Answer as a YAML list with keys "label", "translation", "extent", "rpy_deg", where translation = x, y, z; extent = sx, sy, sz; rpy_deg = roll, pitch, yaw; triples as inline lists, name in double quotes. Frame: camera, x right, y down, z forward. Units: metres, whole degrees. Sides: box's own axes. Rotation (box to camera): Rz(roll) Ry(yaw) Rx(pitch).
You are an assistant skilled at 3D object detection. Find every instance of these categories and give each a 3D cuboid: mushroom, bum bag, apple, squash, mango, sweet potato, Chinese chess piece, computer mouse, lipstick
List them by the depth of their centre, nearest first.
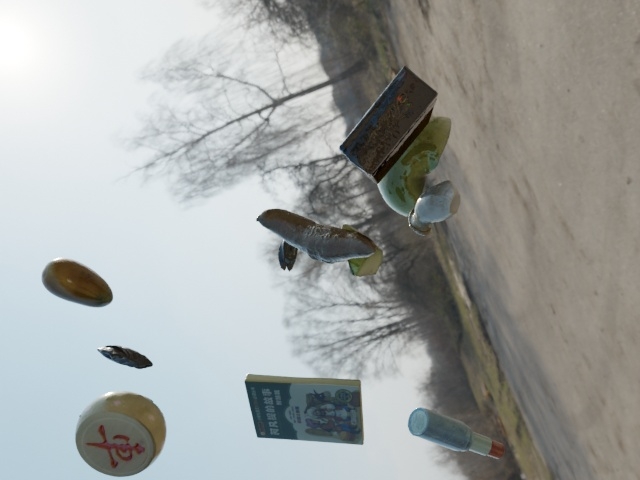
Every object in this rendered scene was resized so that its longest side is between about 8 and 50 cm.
- label: "bum bag"
  translation: [-0.380, 0.226, 1.079]
  extent: [0.034, 0.057, 0.124]
  rpy_deg: [-69, -27, -15]
- label: "lipstick"
  translation: [0.302, 0.420, 1.180]
  extent: [0.274, 0.061, 0.068]
  rpy_deg: [28, 173, -29]
- label: "sweet potato"
  translation: [0.000, 0.001, 1.331]
  extent: [0.092, 0.341, 0.114]
  rpy_deg: [-59, -35, -19]
- label: "mushroom"
  translation: [0.301, -0.086, 1.463]
  extent: [0.097, 0.088, 0.212]
  rpy_deg: [53, 150, 9]
- label: "Chinese chess piece"
  translation: [-0.562, 0.547, 1.563]
  extent: [0.097, 0.250, 0.251]
  rpy_deg: [-87, -25, -70]
- label: "mango"
  translation: [-0.752, 0.134, 1.719]
  extent: [0.221, 0.120, 0.151]
  rpy_deg: [35, 176, -38]
- label: "squash"
  translation: [0.143, 0.018, 1.784]
  extent: [0.192, 0.085, 0.184]
  rpy_deg: [1, -114, -65]
- label: "apple"
  translation: [0.354, -0.281, 2.017]
  extent: [0.360, 0.320, 0.312]
  rpy_deg: [-71, -41, -66]
- label: "computer mouse"
  translation: [-0.125, 0.047, 2.053]
  extent: [0.079, 0.047, 0.135]
  rpy_deg: [7, -93, -45]

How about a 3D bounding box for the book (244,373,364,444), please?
- label: "book"
  translation: [-0.034, 0.395, 1.287]
  extent: [0.027, 0.264, 0.202]
  rpy_deg: [-75, -17, -55]

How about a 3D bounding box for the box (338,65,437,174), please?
- label: "box"
  translation: [0.190, -0.297, 1.527]
  extent: [0.115, 0.264, 0.415]
  rpy_deg: [41, -172, 5]
